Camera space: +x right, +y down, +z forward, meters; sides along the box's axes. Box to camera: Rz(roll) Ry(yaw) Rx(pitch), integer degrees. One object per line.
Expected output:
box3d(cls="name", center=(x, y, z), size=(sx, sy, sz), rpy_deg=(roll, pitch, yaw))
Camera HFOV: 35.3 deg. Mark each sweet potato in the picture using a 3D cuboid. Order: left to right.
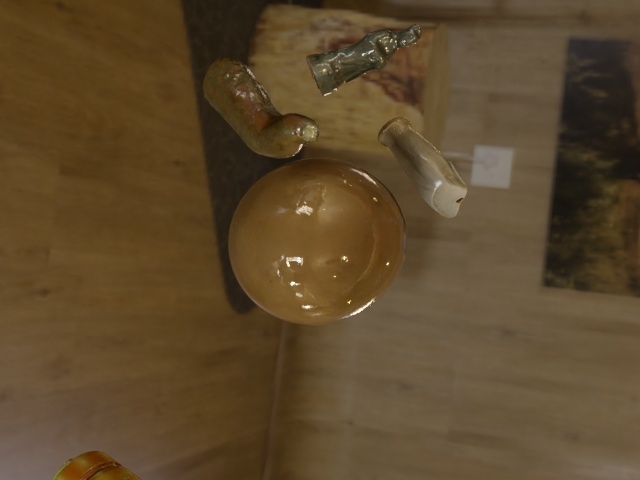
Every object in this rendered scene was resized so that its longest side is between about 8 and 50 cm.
box3d(cls="sweet potato", center=(-0.074, -0.150, 1.199), size=(0.062, 0.233, 0.081), rpy_deg=(-25, 132, -22))

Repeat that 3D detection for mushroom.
box3d(cls="mushroom", center=(0.222, -0.163, 2.162), size=(0.096, 0.247, 0.108), rpy_deg=(-43, 163, 14))

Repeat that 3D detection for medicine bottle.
box3d(cls="medicine bottle", center=(-0.204, 0.314, 1.090), size=(0.096, 0.192, 0.096), rpy_deg=(-33, 136, -38))

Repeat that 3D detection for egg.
box3d(cls="egg", center=(0.000, 0.000, 1.822), size=(0.374, 0.301, 0.301), rpy_deg=(-15, 111, -63))

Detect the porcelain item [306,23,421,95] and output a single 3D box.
box3d(cls="porcelain item", center=(0.086, -0.340, 1.850), size=(0.069, 0.215, 0.081), rpy_deg=(-109, 176, -46))
